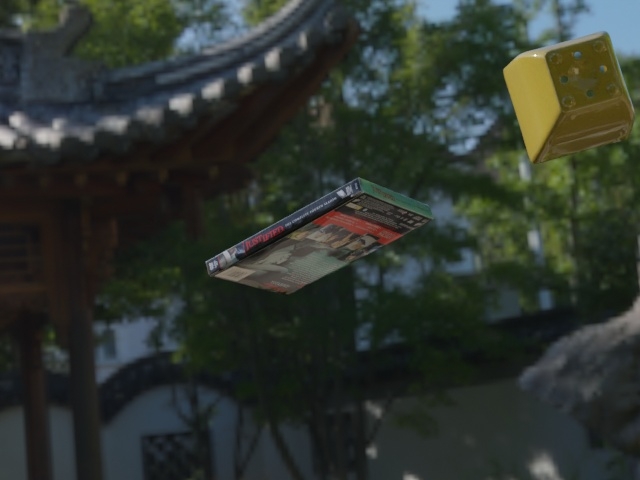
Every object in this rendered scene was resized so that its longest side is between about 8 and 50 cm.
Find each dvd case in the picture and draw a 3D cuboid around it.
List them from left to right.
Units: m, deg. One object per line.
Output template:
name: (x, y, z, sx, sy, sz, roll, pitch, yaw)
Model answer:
dvd case: (0.000, 0.000, 0.866, 0.119, 0.013, 0.087, -30, -25, 26)

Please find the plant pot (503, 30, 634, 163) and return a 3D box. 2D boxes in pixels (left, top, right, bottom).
plant pot: (0.191, -0.113, 1.042, 0.081, 0.082, 0.083, -15, -8, -1)
